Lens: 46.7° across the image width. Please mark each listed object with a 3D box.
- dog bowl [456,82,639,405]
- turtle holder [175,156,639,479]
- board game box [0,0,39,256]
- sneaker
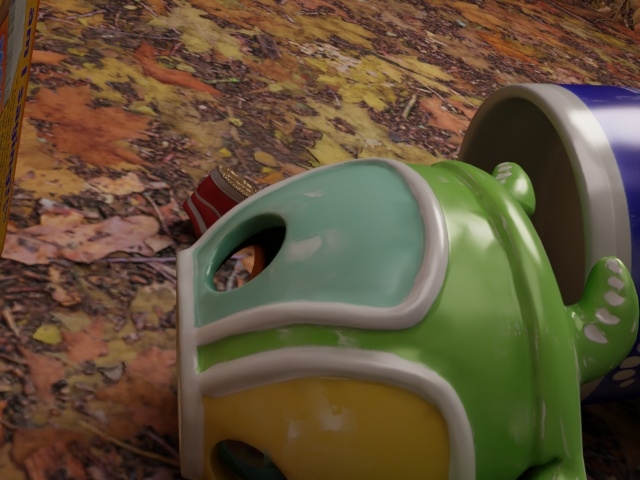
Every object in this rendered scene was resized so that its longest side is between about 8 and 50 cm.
[{"bbox_3d":[0.201,0.004,0.619,0.104,0.264,0.265,-2,36,-11],"label":"dog bowl"},{"bbox_3d":[0.030,0.098,0.443,0.228,0.243,0.320,0,60,-12],"label":"turtle holder"},{"bbox_3d":[-0.334,-0.064,0.305,0.357,0.356,0.356,12,32,-17],"label":"board game box"},{"bbox_3d":[-0.078,-0.016,0.712,0.118,0.067,0.042,41,18,-31],"label":"sneaker"}]
